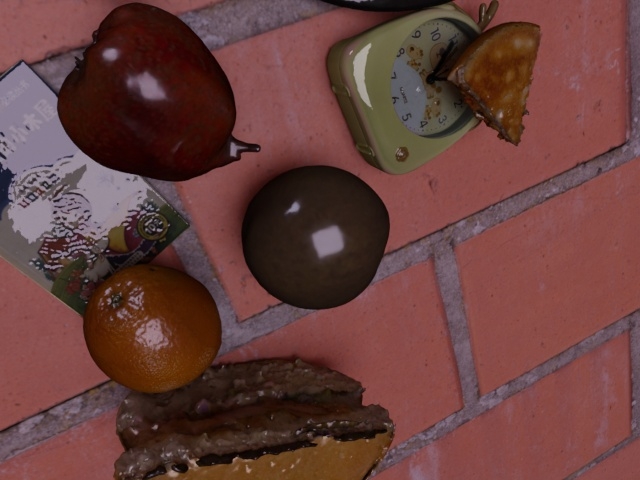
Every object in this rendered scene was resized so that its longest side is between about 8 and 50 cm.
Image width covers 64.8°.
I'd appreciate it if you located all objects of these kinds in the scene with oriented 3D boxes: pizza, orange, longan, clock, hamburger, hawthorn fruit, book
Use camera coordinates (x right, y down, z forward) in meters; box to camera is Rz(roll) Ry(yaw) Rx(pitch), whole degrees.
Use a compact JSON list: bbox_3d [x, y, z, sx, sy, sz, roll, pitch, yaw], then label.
[{"bbox_3d":[0.277,-0.238,0.805,0.201,0.053,0.193,-27,117,-26],"label":"pizza"},{"bbox_3d":[-0.249,0.128,0.754,0.206,0.206,0.206,-8,113,-20],"label":"orange"},{"bbox_3d":[0.000,0.000,0.798,0.248,0.248,0.248,-8,113,-20],"label":"longan"},{"bbox_3d":[0.181,-0.270,0.837,0.308,0.096,0.235,-31,118,-9],"label":"clock"},{"bbox_3d":[-0.125,0.377,0.859,0.445,0.268,0.287,1,108,-28],"label":"hamburger"},{"bbox_3d":[-0.194,-0.167,0.654,0.248,0.208,0.208,31,96,-21],"label":"hawthorn fruit"},{"bbox_3d":[-0.380,-0.055,0.728,0.228,0.018,0.322,-43,120,-3],"label":"book"}]

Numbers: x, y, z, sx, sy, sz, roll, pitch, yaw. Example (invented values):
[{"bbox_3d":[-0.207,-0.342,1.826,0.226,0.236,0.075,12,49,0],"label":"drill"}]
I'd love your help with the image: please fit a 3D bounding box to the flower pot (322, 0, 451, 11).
[{"bbox_3d":[0.076,-0.486,0.604,0.379,0.379,0.251,8,81,-25],"label":"flower pot"}]
